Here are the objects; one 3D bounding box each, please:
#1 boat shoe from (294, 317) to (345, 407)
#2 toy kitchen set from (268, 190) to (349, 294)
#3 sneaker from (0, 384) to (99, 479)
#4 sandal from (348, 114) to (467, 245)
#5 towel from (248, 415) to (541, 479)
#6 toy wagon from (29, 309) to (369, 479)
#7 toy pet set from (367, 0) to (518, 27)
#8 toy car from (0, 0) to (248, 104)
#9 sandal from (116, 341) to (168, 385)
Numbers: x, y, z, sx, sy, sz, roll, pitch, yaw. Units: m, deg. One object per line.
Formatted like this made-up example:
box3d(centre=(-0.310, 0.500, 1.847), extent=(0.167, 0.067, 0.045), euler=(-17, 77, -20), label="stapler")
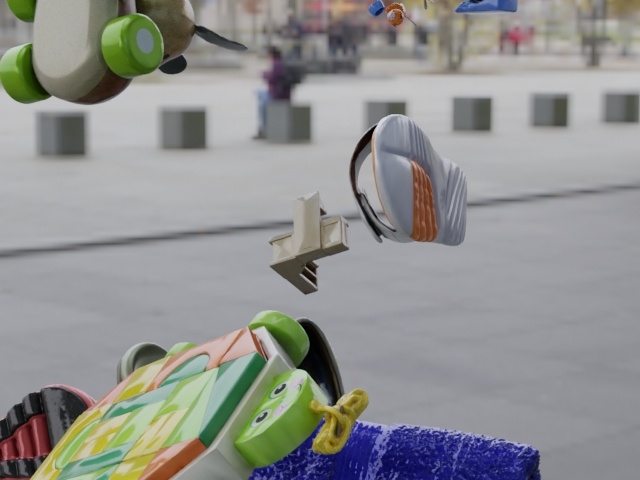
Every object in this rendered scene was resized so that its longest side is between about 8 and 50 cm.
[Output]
box3d(centre=(-0.012, 0.235, 2.038), extent=(0.109, 0.091, 0.305), euler=(6, 48, -23), label="boat shoe")
box3d(centre=(0.000, 0.000, 1.650), extent=(0.083, 0.068, 0.075), euler=(-18, -34, 24), label="toy kitchen set")
box3d(centre=(-0.340, 0.252, 1.790), extent=(0.314, 0.116, 0.136), euler=(-20, -21, 25), label="sneaker")
box3d(centre=(0.070, -0.039, 1.464), extent=(0.076, 0.102, 0.265), euler=(-1, -11, 19), label="sandal")
box3d(centre=(0.047, 0.282, 1.553), extent=(0.308, 0.228, 0.076), euler=(5, -11, 26), label="towel")
box3d(centre=(-0.105, 0.160, 1.314), extent=(0.344, 0.068, 0.267), euler=(-23, 23, 43), label="toy wagon")
box3d(centre=(0.125, -0.223, 1.450), extent=(0.065, 0.122, 0.114), euler=(51, 27, 18), label="toy pet set")
box3d(centre=(-0.161, -0.178, 1.441), extent=(0.155, 0.149, 0.188), euler=(-9, -16, 37), label="toy car")
box3d(centre=(-0.134, 0.247, 1.941), extent=(0.086, 0.303, 0.120), euler=(-36, -2, 32), label="sandal")
